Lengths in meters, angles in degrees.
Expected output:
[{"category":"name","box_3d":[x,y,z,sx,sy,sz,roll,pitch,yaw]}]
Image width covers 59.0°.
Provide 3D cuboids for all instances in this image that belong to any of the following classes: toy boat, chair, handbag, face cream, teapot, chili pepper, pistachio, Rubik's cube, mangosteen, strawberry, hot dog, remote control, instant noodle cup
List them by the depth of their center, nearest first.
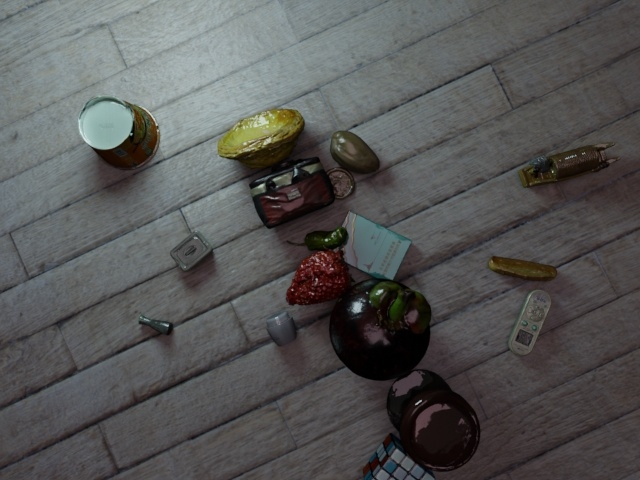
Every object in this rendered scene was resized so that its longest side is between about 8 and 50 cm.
[{"category":"chair","box_3d":[0.315,0.511,1.616,0.226,0.401,0.227,0,85,2]},{"category":"mangosteen","box_3d":[0.190,0.256,1.660,0.305,0.359,0.306,6,74,-23]},{"category":"Rubik's cube","box_3d":[0.237,0.715,1.730,0.154,0.151,0.155,37,87,2]},{"category":"strawberry","box_3d":[-0.017,0.123,1.753,0.228,0.098,0.175,-20,104,5]},{"category":"handbag","box_3d":[-0.092,-0.159,1.781,0.254,0.181,0.182,-22,93,2]},{"category":"toy boat","box_3d":[0.787,-0.241,1.793,0.310,0.115,0.090,-14,86,1]},{"category":"face cream","box_3d":[-0.123,0.280,1.797,0.091,0.091,0.095,-23,94,0]},{"category":"remote control","box_3d":[0.666,0.261,1.801,0.078,0.042,0.222,24,88,2]},{"category":"instant noodle cup","box_3d":[-0.653,-0.353,1.806,0.230,0.182,0.231,0,87,3]},{"category":"hot dog","box_3d":[0.644,0.097,1.809,0.215,0.047,0.066,8,50,1]},{"category":"chili pepper","box_3d":[0.000,-0.003,1.810,0.203,0.072,0.073,-10,119,35]},{"category":"pistachio","box_3d":[0.109,-0.281,1.824,0.185,0.126,0.108,40,131,0]},{"category":"teapot","box_3d":[-0.538,0.272,1.835,0.110,0.043,0.043,18,87,7]}]

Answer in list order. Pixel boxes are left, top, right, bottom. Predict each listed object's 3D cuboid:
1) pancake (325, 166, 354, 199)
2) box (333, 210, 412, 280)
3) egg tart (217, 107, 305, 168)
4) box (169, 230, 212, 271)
[{"category":"pancake","box_3d":[0.058,-0.187,1.861,0.114,0.011,0.115,0,86,4]},{"category":"box","box_3d":[0.159,0.023,1.829,0.229,0.041,0.162,26,87,3]},{"category":"egg tart","box_3d":[-0.177,-0.312,1.785,0.293,0.294,0.123,-23,122,0]},{"category":"box","box_3d":[-0.414,0.035,1.834,0.122,0.062,0.089,-40,86,0]}]
